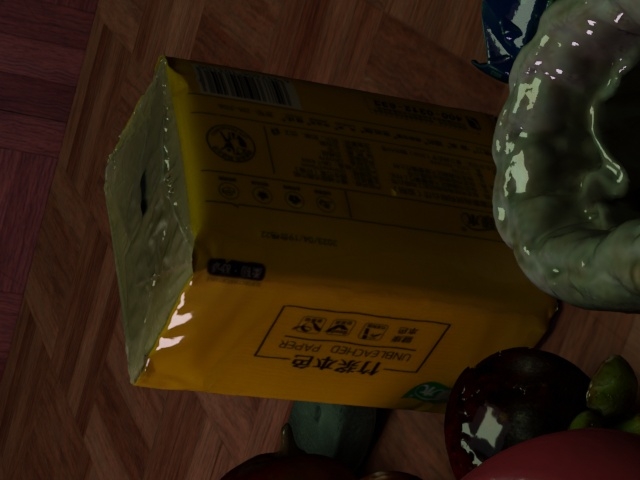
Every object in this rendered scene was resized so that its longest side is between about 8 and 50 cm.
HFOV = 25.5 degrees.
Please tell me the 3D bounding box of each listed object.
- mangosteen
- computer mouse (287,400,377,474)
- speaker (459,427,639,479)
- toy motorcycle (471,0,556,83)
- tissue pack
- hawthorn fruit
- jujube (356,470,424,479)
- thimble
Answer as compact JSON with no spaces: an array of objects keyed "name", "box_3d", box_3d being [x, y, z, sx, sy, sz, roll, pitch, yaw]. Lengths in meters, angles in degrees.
[{"name":"mangosteen","box_3d":[0.197,0.173,1.210,0.180,0.166,0.166,-8,73,36]},{"name":"computer mouse","box_3d":[0.021,0.206,1.658,0.113,0.068,0.229,54,143,37]},{"name":"speaker","box_3d":[0.198,0.292,1.022,0.294,0.294,0.294,-33,52,57]},{"name":"toy motorcycle","box_3d":[0.208,-0.280,1.383,0.196,0.125,0.331,-49,44,46]},{"name":"tissue pack","box_3d":[0.000,0.000,1.408,0.228,0.382,0.293,119,148,-41]},{"name":"hawthorn fruit","box_3d":[-0.028,0.325,1.560,0.215,0.215,0.249,-26,57,60]},{"name":"jujube","box_3d":[0.069,0.354,1.388,0.174,0.174,0.250,-28,54,59]},{"name":"thimble","box_3d":[0.279,-0.070,1.068,0.291,0.195,0.291,-17,71,63]}]
